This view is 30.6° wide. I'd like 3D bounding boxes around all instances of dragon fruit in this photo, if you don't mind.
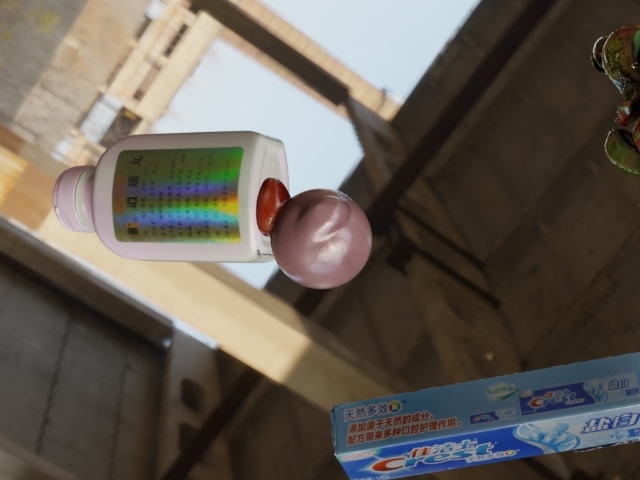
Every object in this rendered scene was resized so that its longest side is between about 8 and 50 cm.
[{"bbox_3d":[0.248,-0.076,0.736,0.138,0.175,0.142,-29,157,-3],"label":"dragon fruit"}]

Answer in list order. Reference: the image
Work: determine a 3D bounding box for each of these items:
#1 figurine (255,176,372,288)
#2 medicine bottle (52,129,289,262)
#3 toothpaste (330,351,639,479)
[{"bbox_3d":[0.000,0.000,0.783,0.071,0.083,0.067,4,-117,27],"label":"figurine"},{"bbox_3d":[-0.138,-0.038,1.060,0.219,0.078,0.115,1,-92,26],"label":"medicine bottle"},{"bbox_3d":[0.148,0.153,0.992,0.272,0.066,0.053,-11,-126,11],"label":"toothpaste"}]
